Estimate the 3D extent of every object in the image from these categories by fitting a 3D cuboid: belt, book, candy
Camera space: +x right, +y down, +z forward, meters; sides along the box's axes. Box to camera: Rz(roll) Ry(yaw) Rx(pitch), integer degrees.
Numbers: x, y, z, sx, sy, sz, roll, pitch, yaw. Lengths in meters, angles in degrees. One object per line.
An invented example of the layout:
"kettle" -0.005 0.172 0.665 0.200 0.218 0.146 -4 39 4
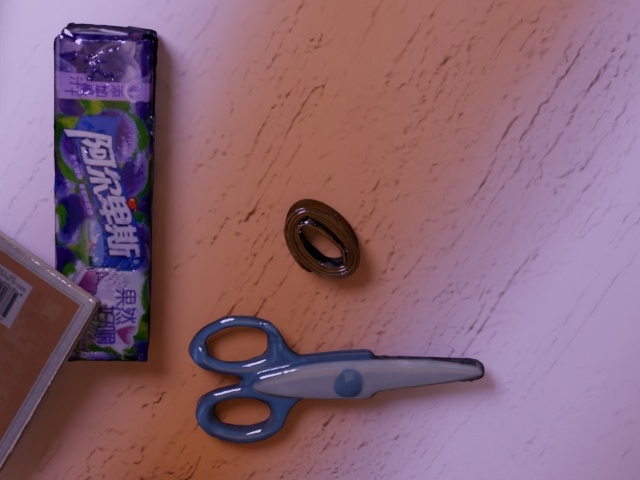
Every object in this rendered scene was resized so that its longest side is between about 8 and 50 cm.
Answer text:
"belt" 0.000 0.000 0.925 0.083 0.036 0.059 43 105 -14
"book" -0.326 0.103 0.902 0.170 0.018 0.242 35 108 2
"candy" -0.196 -0.037 0.885 0.088 0.061 0.312 2 106 -7

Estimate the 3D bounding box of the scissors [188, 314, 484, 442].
"scissors" 0.017 0.134 0.960 0.289 0.041 0.138 -2 107 0
